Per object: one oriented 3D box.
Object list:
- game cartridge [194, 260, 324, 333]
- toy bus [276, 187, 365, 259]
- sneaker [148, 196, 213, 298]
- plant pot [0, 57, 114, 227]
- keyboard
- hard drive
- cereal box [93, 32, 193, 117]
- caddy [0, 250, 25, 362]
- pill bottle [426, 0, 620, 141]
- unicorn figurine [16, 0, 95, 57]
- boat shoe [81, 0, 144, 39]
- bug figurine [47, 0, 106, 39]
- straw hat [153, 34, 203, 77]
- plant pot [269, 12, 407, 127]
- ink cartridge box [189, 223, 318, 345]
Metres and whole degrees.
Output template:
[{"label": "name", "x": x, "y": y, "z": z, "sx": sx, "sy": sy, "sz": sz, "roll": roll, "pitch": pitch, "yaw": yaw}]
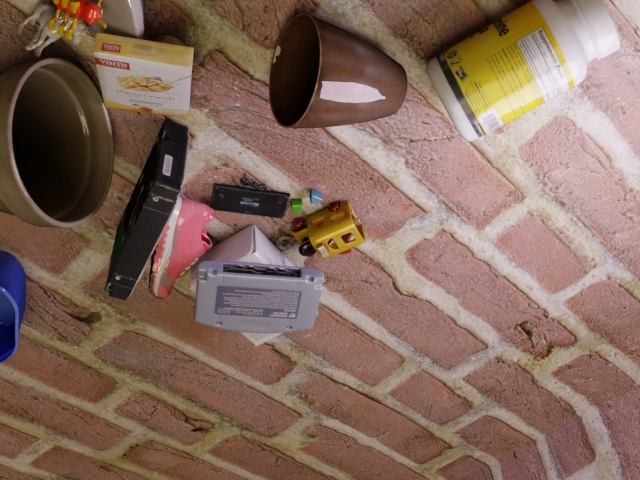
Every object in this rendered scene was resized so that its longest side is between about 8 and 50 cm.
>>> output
[{"label": "game cartridge", "x": -0.151, "y": 0.142, "z": 1.674, "sx": 0.295, "sy": 0.060, "sz": 0.196, "roll": 5, "pitch": 126, "yaw": -10}, {"label": "toy bus", "x": 0.008, "y": -0.008, "z": 1.681, "sx": 0.191, "sy": 0.104, "sz": 0.202, "roll": 10, "pitch": 129, "yaw": -14}, {"label": "sneaker", "x": -0.333, "y": 0.030, "z": 1.672, "sx": 0.136, "sy": 0.115, "sz": 0.313, "roll": 8, "pitch": 129, "yaw": -15}, {"label": "plant pot", "x": -0.610, "y": -0.184, "z": 1.360, "sx": 0.281, "sy": 0.323, "sz": 0.323, "roll": 1, "pitch": 133, "yaw": 17}, {"label": "keyboard", "x": -0.163, "y": -0.105, "z": 1.634, "sx": 0.180, "sy": 0.023, "sz": 0.108, "roll": 6, "pitch": 137, "yaw": -12}, {"label": "hard drive", "x": -0.375, "y": -0.063, "z": 1.505, "sx": 0.064, "sy": 0.236, "sz": 0.339, "roll": 20, "pitch": 125, "yaw": -22}, {"label": "cereal box", "x": -0.334, "y": -0.309, "z": 1.334, "sx": 0.173, "sy": 0.047, "sz": 0.240, "roll": 6, "pitch": 167, "yaw": -10}, {"label": "caddy", "x": -0.854, "y": 0.173, "z": 1.698, "sx": 0.242, "sy": 0.179, "sz": 0.341, "roll": 9, "pitch": 130, "yaw": -13}, {"label": "pill bottle", "x": 0.394, "y": -0.351, "z": 1.368, "sx": 0.334, "sy": 0.187, "sz": 0.188, "roll": -28, "pitch": 128, "yaw": 17}, {"label": "unicorn figurine", "x": -0.491, "y": -0.387, "z": 1.272, "sx": 0.111, "sy": 0.162, "sz": 0.060, "roll": -41, "pitch": 164, "yaw": 8}, {"label": "boat shoe", "x": -0.340, "y": -0.486, "z": 1.209, "sx": 0.127, "sy": 0.158, "sz": 0.340, "roll": 24, "pitch": 150, "yaw": 5}, {"label": "bug figurine", "x": -0.409, "y": -0.452, "z": 1.079, "sx": 0.216, "sy": 0.072, "sz": 0.279, "roll": 28, "pitch": 145, "yaw": -15}, {"label": "straw hat", "x": -0.297, "y": -0.366, "z": 1.359, "sx": 0.145, "sy": 0.144, "sz": 0.061, "roll": 7, "pitch": 86, "yaw": -12}, {"label": "plant pot", "x": 0.047, "y": -0.314, "z": 1.373, "sx": 0.231, "sy": 0.215, "sz": 0.215, "roll": 3, "pitch": 132, "yaw": -29}, {"label": "ink cartridge box", "x": -0.166, "y": 0.117, "z": 1.763, "sx": 0.201, "sy": 0.117, "sz": 0.278, "roll": -29, "pitch": 128, "yaw": 17}]
